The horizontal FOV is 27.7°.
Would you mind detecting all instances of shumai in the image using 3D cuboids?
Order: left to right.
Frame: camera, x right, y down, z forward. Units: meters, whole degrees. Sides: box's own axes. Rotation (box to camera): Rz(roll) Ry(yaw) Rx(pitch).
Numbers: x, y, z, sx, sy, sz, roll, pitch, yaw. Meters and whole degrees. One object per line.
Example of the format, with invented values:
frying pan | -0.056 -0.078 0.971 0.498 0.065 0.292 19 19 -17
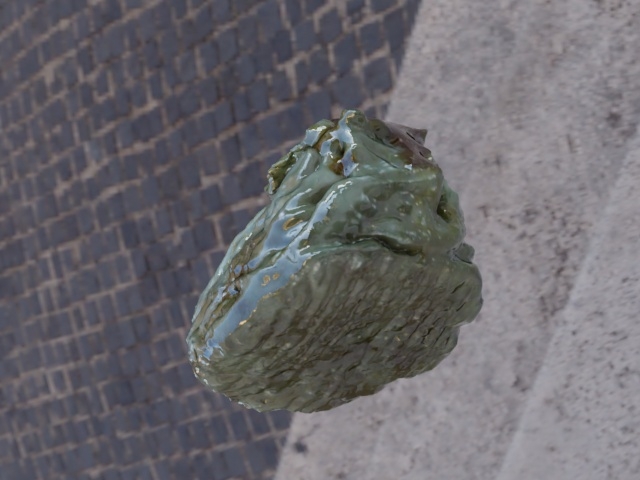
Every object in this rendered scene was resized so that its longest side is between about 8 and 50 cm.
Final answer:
shumai | -0.006 0.002 0.752 0.184 0.184 0.142 -57 44 36
